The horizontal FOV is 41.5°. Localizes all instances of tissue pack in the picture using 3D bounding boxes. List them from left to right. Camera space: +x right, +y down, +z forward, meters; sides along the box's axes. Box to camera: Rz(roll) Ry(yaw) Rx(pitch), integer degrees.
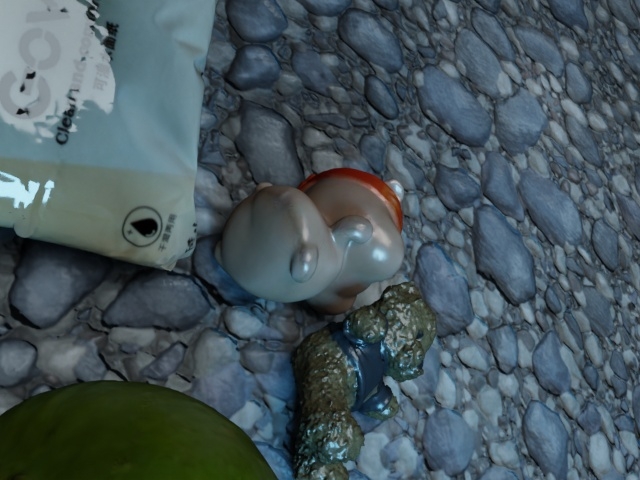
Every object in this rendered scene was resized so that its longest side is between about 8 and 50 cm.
[{"bbox_3d":[-0.273,-0.181,0.798,0.389,0.195,0.376,14,75,-32],"label":"tissue pack"}]

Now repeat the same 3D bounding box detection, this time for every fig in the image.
[{"bbox_3d":[-0.143,0.266,0.638,0.316,0.316,0.316,16,62,-31],"label":"fig"}]

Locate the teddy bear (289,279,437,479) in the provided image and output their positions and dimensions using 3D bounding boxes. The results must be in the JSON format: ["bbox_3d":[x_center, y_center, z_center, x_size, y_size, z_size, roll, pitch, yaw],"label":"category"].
[{"bbox_3d":[0.033,0.145,0.918,0.129,0.182,0.251,31,54,16],"label":"teddy bear"}]

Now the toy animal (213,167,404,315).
[{"bbox_3d":[0.000,0.000,0.938,0.197,0.171,0.171,-10,77,-42],"label":"toy animal"}]
